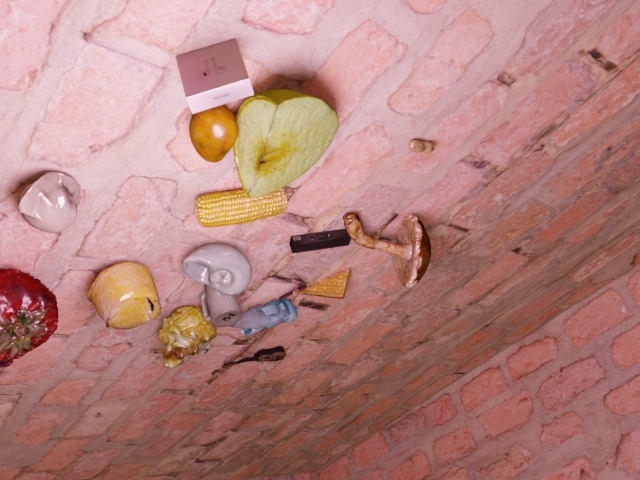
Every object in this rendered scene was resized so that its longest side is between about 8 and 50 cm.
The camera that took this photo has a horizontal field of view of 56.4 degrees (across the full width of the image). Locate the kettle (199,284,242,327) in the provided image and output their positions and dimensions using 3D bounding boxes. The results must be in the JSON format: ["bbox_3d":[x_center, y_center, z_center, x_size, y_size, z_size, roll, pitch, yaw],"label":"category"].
[{"bbox_3d":[-0.316,0.196,1.892,0.098,0.148,0.127,-4,142,-26],"label":"kettle"}]

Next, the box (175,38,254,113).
[{"bbox_3d":[-0.214,-0.332,1.204,0.130,0.129,0.051,-19,147,-3],"label":"box"}]

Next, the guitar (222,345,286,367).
[{"bbox_3d":[-0.272,0.475,2.410,0.271,0.038,0.084,-5,143,-26],"label":"guitar"}]

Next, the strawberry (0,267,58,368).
[{"bbox_3d":[-0.849,0.189,1.561,0.274,0.220,0.274,-25,126,-40],"label":"strawberry"}]

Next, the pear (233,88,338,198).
[{"bbox_3d":[-0.075,-0.258,1.392,0.239,0.139,0.288,-15,146,-33],"label":"pear"}]

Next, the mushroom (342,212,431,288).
[{"bbox_3d":[0.217,0.006,1.916,0.208,0.301,0.233,-50,168,-43],"label":"mushroom"}]

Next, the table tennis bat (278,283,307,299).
[{"bbox_3d":[-0.114,0.130,2.029,0.107,0.119,0.170,-27,179,-10],"label":"table tennis bat"}]

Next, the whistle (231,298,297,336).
[{"bbox_3d":[-0.185,0.257,2.060,0.274,0.093,0.186,-9,154,-42],"label":"whistle"}]

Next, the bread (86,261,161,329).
[{"bbox_3d":[-0.553,0.157,1.688,0.197,0.170,0.197,-24,147,-17],"label":"bread"}]

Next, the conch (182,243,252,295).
[{"bbox_3d":[-0.304,0.080,1.756,0.184,0.121,0.221,-24,140,12],"label":"conch"}]

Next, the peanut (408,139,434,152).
[{"bbox_3d":[0.280,-0.261,1.653,0.083,0.037,0.037,-2,143,-23],"label":"peanut"}]

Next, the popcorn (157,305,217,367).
[{"bbox_3d":[-0.445,0.321,1.970,0.197,0.213,0.198,13,143,10],"label":"popcorn"}]

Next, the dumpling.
[{"bbox_3d":[-0.622,-0.086,1.390,0.150,0.092,0.176,-36,141,-1],"label":"dumpling"}]

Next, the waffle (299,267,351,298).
[{"bbox_3d":[0.007,0.144,2.115,0.190,0.125,0.032,6,158,24],"label":"waffle"}]

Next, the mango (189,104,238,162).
[{"bbox_3d":[-0.246,-0.242,1.345,0.089,0.111,0.163,-46,-173,-37],"label":"mango"}]

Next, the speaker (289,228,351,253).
[{"bbox_3d":[0.000,0.000,1.875,0.191,0.040,0.046,-8,143,-18],"label":"speaker"}]

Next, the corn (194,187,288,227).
[{"bbox_3d":[-0.211,-0.090,1.587,0.244,0.093,0.093,-9,145,-16],"label":"corn"}]
